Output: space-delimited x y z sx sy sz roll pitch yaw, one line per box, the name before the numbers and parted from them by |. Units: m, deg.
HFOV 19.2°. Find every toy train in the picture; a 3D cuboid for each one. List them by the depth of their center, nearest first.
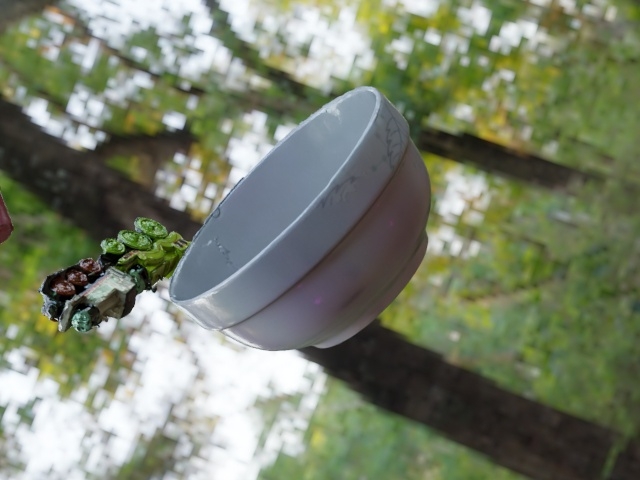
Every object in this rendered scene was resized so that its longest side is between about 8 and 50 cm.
toy train | -0.222 0.039 2.055 0.053 0.085 0.249 -65 -12 26

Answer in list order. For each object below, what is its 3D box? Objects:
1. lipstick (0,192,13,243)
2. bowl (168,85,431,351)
lipstick | -0.292 -0.105 1.456 0.234 0.053 0.053 71 -161 1
bowl | 0.000 0.000 1.834 0.287 0.144 0.287 -41 17 15
